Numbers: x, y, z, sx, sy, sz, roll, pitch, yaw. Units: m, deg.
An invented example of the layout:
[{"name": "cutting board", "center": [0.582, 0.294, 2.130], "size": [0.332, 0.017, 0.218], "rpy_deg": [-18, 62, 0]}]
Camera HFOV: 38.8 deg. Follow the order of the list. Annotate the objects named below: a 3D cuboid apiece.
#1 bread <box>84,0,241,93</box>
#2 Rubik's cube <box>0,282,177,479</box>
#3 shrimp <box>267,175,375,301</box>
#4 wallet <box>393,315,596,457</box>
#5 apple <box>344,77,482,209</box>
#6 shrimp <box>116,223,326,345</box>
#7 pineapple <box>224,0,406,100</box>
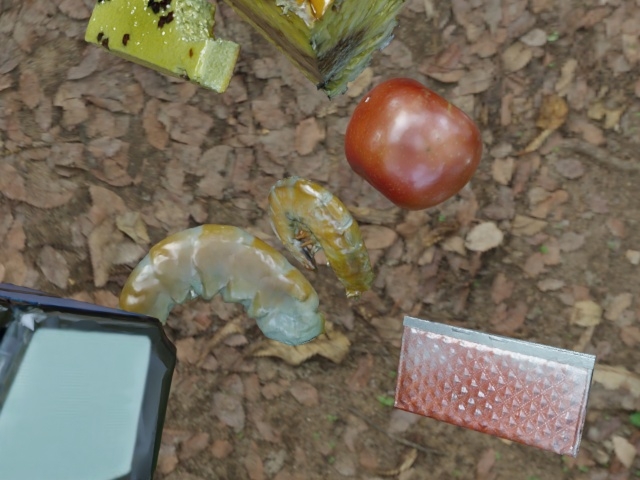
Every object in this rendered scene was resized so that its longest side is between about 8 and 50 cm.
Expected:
[{"name": "bread", "center": [-0.163, -0.219, 0.943], "size": [0.049, 0.226, 0.088], "rpy_deg": [21, 92, -47]}, {"name": "Rubik's cube", "center": [-0.289, 0.149, 0.503], "size": [0.288, 0.283, 0.294], "rpy_deg": [17, 84, -50]}, {"name": "shrimp", "center": [0.003, -0.002, 1.073], "size": [0.051, 0.132, 0.188], "rpy_deg": [-43, 124, -26]}, {"name": "wallet", "center": [0.169, 0.144, 0.911], "size": [0.020, 0.196, 0.103], "rpy_deg": [-2, 101, -63]}, {"name": "apple", "center": [0.172, -0.181, 1.725], "size": [0.260, 0.260, 0.216], "rpy_deg": [36, 96, -24]}, {"name": "shrimp", "center": [-0.087, 0.073, 0.736], "size": [0.161, 0.049, 0.166], "rpy_deg": [38, 82, -15]}, {"name": "pineapple", "center": [-0.035, -0.343, 1.028], "size": [0.286, 0.344, 0.209], "rpy_deg": [42, 91, 6]}]
